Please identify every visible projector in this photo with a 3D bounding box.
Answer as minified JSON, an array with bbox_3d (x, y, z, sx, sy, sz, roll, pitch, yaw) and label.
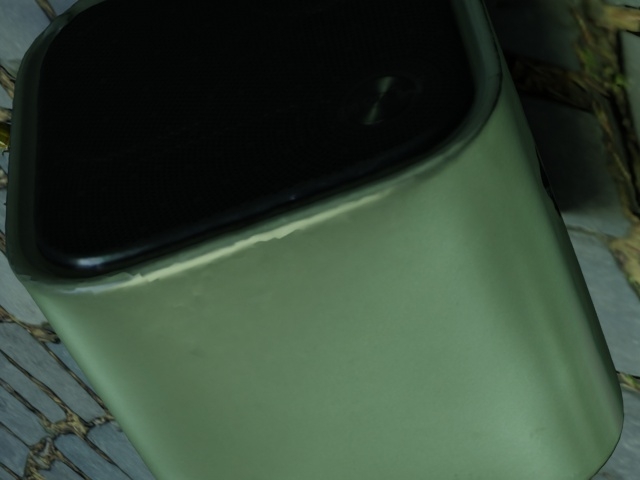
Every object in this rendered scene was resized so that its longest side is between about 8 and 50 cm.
[{"bbox_3d":[0.000,0.000,0.899,0.248,0.249,0.249,-19,130,8],"label":"projector"}]

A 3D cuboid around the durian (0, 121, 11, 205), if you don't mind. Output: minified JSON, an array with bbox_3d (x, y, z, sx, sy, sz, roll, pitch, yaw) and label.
[{"bbox_3d":[-0.120,-0.053,1.129,0.237,0.193,0.138,24,128,5],"label":"durian"}]
